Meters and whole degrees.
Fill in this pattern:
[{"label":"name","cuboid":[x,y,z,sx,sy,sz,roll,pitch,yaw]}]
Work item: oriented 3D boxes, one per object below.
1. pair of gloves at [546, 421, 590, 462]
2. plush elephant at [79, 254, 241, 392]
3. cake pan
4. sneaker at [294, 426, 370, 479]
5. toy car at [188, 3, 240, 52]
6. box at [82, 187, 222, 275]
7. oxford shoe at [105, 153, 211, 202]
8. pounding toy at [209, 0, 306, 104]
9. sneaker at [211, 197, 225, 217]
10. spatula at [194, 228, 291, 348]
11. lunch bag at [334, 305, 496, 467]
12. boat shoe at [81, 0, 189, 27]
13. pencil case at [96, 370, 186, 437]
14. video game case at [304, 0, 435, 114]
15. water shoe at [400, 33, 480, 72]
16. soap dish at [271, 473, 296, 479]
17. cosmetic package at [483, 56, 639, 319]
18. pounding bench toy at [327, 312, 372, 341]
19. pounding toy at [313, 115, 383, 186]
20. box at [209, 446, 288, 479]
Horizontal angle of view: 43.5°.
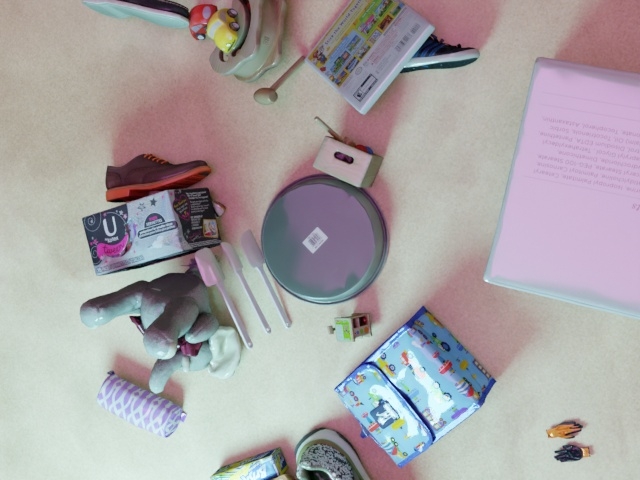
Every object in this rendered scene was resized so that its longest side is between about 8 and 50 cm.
[{"label":"pair of gloves","cuboid":[0.510,0.415,1.648,0.074,0.010,0.083,-16,92,16]},{"label":"plush elephant","cuboid":[-0.323,0.209,1.768,0.272,0.330,0.255,12,122,28]},{"label":"cake pan","cuboid":[0.000,0.000,1.746,0.293,0.054,0.293,1,93,16]},{"label":"sneaker","cuboid":[0.078,0.595,1.698,0.410,0.182,0.158,45,104,9]},{"label":"toy car","cuboid":[-0.213,-0.525,1.699,0.239,0.053,0.224,39,111,55]},{"label":"box","cuboid":[-0.376,-0.022,1.785,0.247,0.163,0.142,-16,88,26]},{"label":"oxford shoe","cuboid":[-0.379,-0.158,1.831,0.272,0.097,0.098,-11,85,17]},{"label":"pounding toy","cuboid":[-0.135,-0.422,1.753,0.154,0.155,0.269,2,84,45]},{"label":"sneaker","cuboid":[-0.258,-0.082,1.830,0.083,0.032,0.037,37,103,12]},{"label":"spatula","cuboid":[-0.165,0.109,1.761,0.019,0.168,0.242,-24,91,45]},{"label":"lunch bag","cuboid":[0.181,0.323,1.696,0.221,0.138,0.293,46,117,8]},{"label":"boat shoe","cuboid":[-0.408,-0.543,1.785,0.303,0.114,0.091,19,90,24]},{"label":"pencil case","cuboid":[-0.425,0.388,1.883,0.206,0.088,0.086,25,93,15]},{"label":"video game case","cuboid":[0.098,-0.408,1.671,0.227,0.026,0.206,-50,58,14]},{"label":"water shoe","cuboid":[0.223,-0.395,1.646,0.203,0.073,0.080,-2,90,16]},{"label":"soap dish","cuboid":[-0.086,0.688,1.787,0.229,0.118,0.290,-34,84,16]},{"label":"cosmetic package","cuboid":[0.507,-0.091,1.449,0.328,0.329,0.393,13,97,14]},{"label":"pounding bench toy","cuboid":[0.063,0.188,1.742,0.083,0.065,0.052,-6,93,48]},{"label":"pounding toy","cuboid":[0.049,-0.184,1.681,0.141,0.130,0.100,25,100,14]},{"label":"box","cuboid":[-0.163,0.529,1.829,0.169,0.059,0.054,-24,89,17]}]
